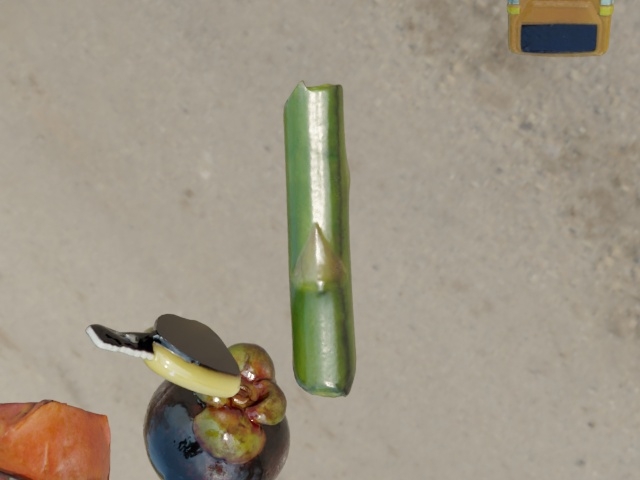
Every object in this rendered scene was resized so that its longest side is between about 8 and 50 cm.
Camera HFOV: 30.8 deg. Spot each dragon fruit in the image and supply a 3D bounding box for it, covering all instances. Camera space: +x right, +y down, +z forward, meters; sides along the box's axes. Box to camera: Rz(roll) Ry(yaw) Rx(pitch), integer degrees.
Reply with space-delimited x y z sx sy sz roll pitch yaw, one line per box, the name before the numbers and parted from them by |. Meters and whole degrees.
dragon fruit | -0.321 0.261 1.092 0.291 0.189 0.290 -6 164 -2

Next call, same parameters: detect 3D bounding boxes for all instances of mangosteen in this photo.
mangosteen | -0.132 0.248 1.520 0.210 0.210 0.210 26 148 18

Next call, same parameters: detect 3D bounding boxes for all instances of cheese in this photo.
cheese | -0.142 0.099 1.043 0.162 0.036 0.086 22 -158 -50

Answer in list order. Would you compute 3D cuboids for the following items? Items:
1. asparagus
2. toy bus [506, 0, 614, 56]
asparagus | -0.002 0.000 1.020 0.060 0.067 0.277 1 97 26
toy bus | 0.221 -0.263 1.054 0.098 0.201 0.114 3 138 11
